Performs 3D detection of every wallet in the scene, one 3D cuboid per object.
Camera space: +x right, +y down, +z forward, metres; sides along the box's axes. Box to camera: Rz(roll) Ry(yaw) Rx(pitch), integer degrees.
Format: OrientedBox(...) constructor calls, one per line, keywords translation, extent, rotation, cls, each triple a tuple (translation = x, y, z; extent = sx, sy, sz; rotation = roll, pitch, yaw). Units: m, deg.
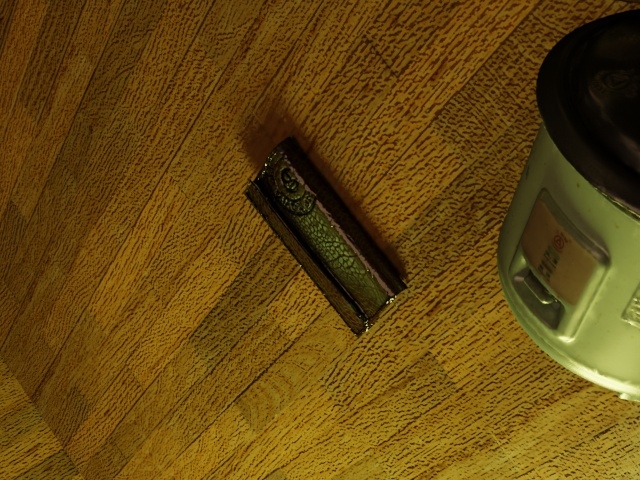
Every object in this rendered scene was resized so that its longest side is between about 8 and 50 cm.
OrientedBox(translation=(0.000, 0.000, 1.486), extent=(0.243, 0.039, 0.133), rotation=(53, 143, 10), cls="wallet")

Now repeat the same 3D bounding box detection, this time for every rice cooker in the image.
OrientedBox(translation=(0.281, -0.036, 0.923), extent=(0.316, 0.264, 0.316), rotation=(46, 145, 47), cls="rice cooker")

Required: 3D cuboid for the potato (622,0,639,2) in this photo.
OrientedBox(translation=(0.224, -0.252, 0.886), extent=(0.300, 0.173, 0.140), rotation=(16, 87, 19), cls="potato")
